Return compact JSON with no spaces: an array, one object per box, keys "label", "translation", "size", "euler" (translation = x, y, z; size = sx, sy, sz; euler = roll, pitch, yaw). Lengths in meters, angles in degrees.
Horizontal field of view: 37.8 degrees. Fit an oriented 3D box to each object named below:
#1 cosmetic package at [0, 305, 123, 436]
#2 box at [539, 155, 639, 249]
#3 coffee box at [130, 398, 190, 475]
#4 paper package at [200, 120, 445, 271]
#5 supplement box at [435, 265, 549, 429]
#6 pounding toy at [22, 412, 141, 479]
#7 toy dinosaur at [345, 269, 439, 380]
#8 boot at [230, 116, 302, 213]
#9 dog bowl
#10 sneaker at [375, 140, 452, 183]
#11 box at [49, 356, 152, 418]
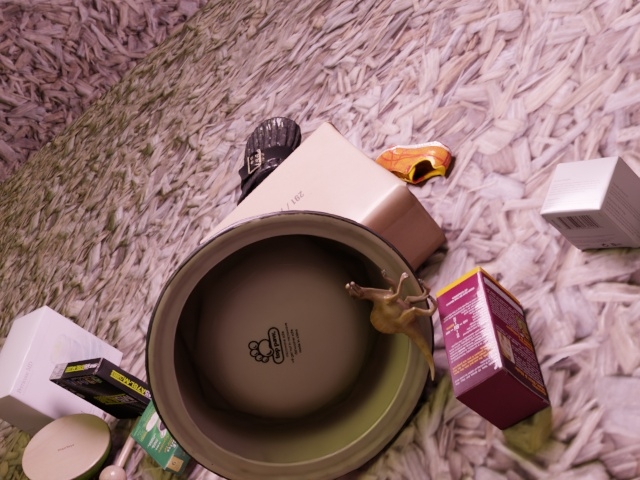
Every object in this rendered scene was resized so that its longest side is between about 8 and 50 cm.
[{"label":"cosmetic package","translation":[-0.585,0.303,2.048],"size":[0.138,0.224,0.224],"euler":[-25,40,38]},{"label":"box","translation":[0.373,-0.048,1.258],"size":[0.101,0.102,0.087],"euler":[-4,56,52]},{"label":"coffee box","translation":[-0.279,0.349,1.726],"size":[0.184,0.040,0.113],"euler":[15,72,58]},{"label":"paper package","translation":[0.000,0.000,1.591],"size":[0.325,0.168,0.309],"euler":[-44,36,0]},{"label":"supplement box","translation":[0.226,0.142,1.251],"size":[0.081,0.104,0.188],"euler":[-36,34,25]},{"label":"pounding toy","translation":[-0.471,0.452,1.888],"size":[0.236,0.110,0.183],"euler":[-3,37,16]},{"label":"toy dinosaur","translation":[0.118,0.101,1.295],"size":[0.092,0.183,0.053],"euler":[-44,10,16]},{"label":"boot","translation":[-0.059,-0.150,1.916],"size":[0.348,0.131,0.260],"euler":[-23,41,40]},{"label":"dog bowl","translation":[-0.050,0.143,1.363],"size":[0.408,0.408,0.150],"euler":[-50,17,2]},{"label":"sneaker","translation":[0.155,-0.134,1.677],"size":[0.175,0.064,0.067],"euler":[-9,49,49]},{"label":"box","translation":[-0.420,0.299,1.872],"size":[0.190,0.184,0.045],"euler":[-13,45,45]}]
